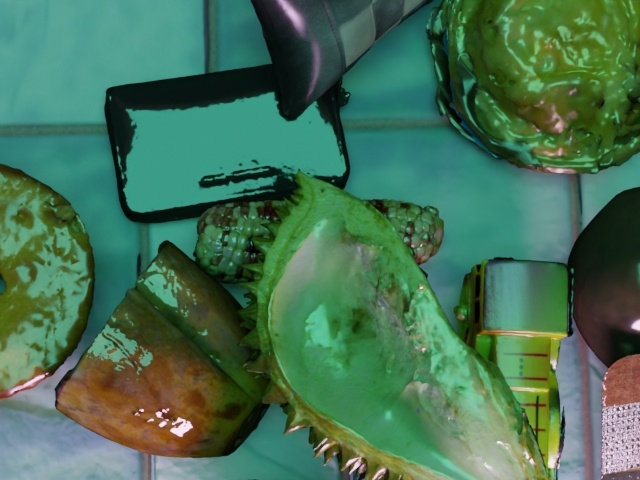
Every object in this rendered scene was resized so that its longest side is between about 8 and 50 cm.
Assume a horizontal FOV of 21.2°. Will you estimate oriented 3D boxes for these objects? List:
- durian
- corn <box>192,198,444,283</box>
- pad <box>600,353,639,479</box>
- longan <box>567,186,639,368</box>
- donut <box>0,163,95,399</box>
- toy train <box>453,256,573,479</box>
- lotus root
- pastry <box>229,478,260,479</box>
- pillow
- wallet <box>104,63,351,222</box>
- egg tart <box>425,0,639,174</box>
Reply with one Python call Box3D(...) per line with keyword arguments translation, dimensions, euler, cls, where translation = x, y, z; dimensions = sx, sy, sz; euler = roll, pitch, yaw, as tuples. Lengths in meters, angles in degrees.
Box3D(translation=(0.068, 0.125, 1.581), dimensions=(0.198, 0.163, 0.394), euler=(-42, 76, 11), cls="durian")
Box3D(translation=(0.000, 0.000, 1.696), dimensions=(0.253, 0.086, 0.086), euler=(-1, 82, -5), cls="corn")
Box3D(translation=(0.430, 0.204, 1.625), dimensions=(0.323, 0.055, 0.250), euler=(2, 123, 12), cls="pad")
Box3D(translation=(0.331, 0.046, 1.655), dimensions=(0.212, 0.198, 0.198), euler=(34, 80, -23), cls="longan")
Box3D(translation=(-0.339, 0.038, 1.657), dimensions=(0.253, 0.118, 0.253), euler=(1, 83, -5), cls="donut")
Box3D(translation=(0.180, 0.159, 1.645), dimensions=(0.100, 0.160, 0.296), euler=(3, 83, -6), cls="toy train")
Box3D(translation=(-0.132, 0.122, 1.614), dimensions=(0.180, 0.199, 0.188), euler=(35, 88, 3), cls="lotus root")
Box3D(translation=(-0.017, 0.283, 1.608), dimensions=(0.192, 0.182, 0.093), euler=(13, 78, -12), cls="pastry")
Box3D(translation=(0.030, -0.259, 1.677), dimensions=(0.106, 0.186, 0.250), euler=(28, 59, 38), cls="pillow")
Box3D(translation=(-0.088, -0.102, 1.728), dimensions=(0.250, 0.044, 0.149), euler=(-8, 85, -5), cls="wallet")
Box3D(translation=(0.247, -0.204, 1.728), dimensions=(0.291, 0.107, 0.291), euler=(1, 81, -3), cls="egg tart")
